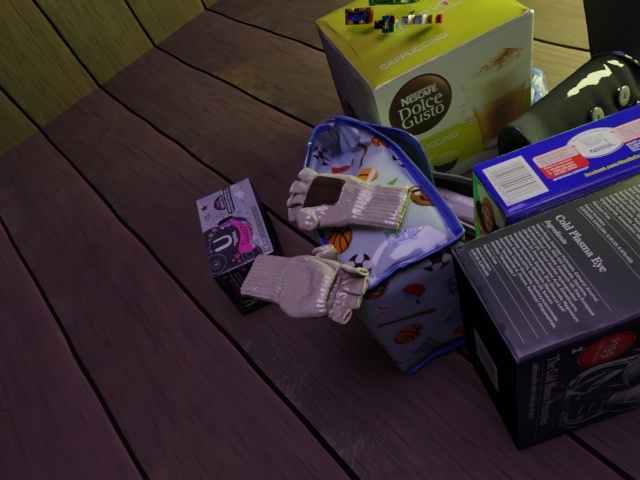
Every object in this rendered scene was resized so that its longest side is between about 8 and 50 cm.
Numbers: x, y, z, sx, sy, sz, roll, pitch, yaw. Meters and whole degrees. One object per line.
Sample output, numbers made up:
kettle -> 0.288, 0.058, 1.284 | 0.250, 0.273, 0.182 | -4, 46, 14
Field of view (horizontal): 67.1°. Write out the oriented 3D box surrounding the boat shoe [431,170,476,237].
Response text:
boat shoe -> 0.319, -0.066, 0.986 | 0.335, 0.095, 0.112 | 18, 76, 28

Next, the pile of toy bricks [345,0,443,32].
pile of toy bricks -> 0.151, -0.473, 0.948 | 0.105, 0.118, 0.212 | -24, 32, -39

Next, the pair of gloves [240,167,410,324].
pair of gloves -> 0.000, 0.000, 0.702 | 0.204, 0.042, 0.240 | 15, 68, 37

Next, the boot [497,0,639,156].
boot -> 0.515, -0.327, 0.976 | 0.445, 0.367, 0.146 | -39, 16, -10

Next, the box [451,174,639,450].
box -> 0.380, 0.112, 0.679 | 0.312, 0.343, 0.179 | -23, 48, 4

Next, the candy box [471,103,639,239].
candy box -> 0.403, -0.025, 0.793 | 0.268, 0.317, 0.122 | -20, 48, 4

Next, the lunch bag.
lunch bag -> 0.122, -0.013, 0.883 | 0.238, 0.328, 0.385 | -29, 47, 4

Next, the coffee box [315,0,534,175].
coffee box -> 0.235, -0.366, 1.108 | 0.337, 0.334, 0.338 | -26, 49, 1

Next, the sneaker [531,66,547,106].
sneaker -> 0.522, -0.375, 1.191 | 0.059, 0.053, 0.144 | -5, 51, 20

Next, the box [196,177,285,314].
box -> -0.172, 0.010, 1.088 | 0.142, 0.163, 0.247 | -25, 49, 0
